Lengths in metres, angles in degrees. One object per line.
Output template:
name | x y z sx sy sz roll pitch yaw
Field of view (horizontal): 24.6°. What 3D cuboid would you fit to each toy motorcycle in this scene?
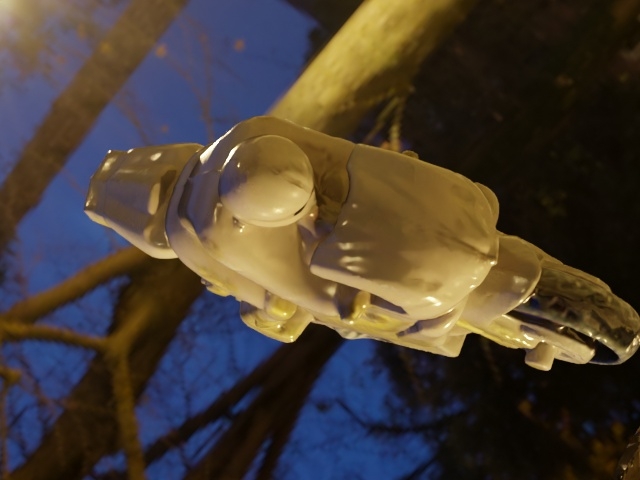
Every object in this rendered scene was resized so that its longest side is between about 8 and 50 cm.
toy motorcycle | 0.000 0.000 0.827 0.340 0.108 0.223 10 165 44

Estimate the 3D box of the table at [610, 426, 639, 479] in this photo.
table | 0.340 0.187 0.702 0.317 0.249 0.317 18 -115 -45
